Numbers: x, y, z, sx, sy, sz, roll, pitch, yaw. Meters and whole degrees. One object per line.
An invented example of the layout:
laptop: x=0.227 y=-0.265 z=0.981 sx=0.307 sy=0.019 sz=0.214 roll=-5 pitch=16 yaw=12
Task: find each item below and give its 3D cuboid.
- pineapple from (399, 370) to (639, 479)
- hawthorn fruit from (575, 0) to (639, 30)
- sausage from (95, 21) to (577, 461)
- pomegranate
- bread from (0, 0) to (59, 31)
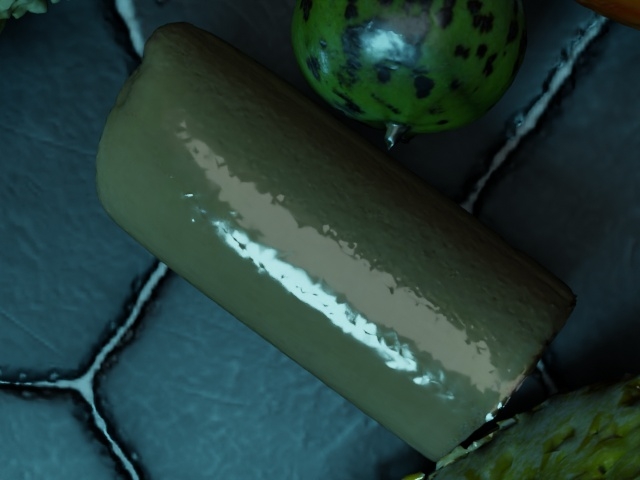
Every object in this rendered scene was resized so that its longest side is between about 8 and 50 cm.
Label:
pineapple: x=0.141 y=0.255 z=0.481 sx=0.352 sy=0.352 sz=0.300 roll=-29 pitch=103 yaw=9
hawthorn fruit: x=0.195 y=-0.184 z=0.465 sx=0.253 sy=0.205 sz=0.205 roll=26 pitch=100 yaw=29
sausage: x=0.000 y=0.000 z=0.559 sx=0.253 sy=0.123 sz=0.123 roll=37 pitch=99 yaw=2
pomegranate: x=0.050 y=-0.125 z=0.551 sx=0.122 sy=0.122 sz=0.161 roll=9 pitch=68 yaw=5
bread: x=-0.154 y=-0.203 z=0.527 sx=0.314 sy=0.171 sz=0.192 roll=-35 pitch=90 yaw=8
